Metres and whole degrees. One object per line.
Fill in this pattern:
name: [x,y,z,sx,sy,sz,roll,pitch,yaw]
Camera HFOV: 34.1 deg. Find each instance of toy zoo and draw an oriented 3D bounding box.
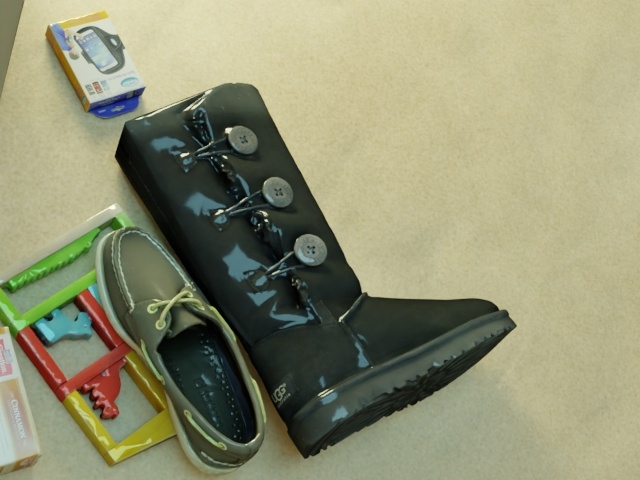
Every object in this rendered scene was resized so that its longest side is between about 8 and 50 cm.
toy zoo: [-0.221,0.119,1.190,0.192,0.030,0.293,-35,84,-32]

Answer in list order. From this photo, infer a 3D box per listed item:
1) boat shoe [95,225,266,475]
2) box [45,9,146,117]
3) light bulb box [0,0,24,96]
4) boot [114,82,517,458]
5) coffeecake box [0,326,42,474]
boat shoe: [-0.150,0.108,1.153,0.109,0.091,0.305,-22,78,-32]
box: [-0.281,-0.221,1.321,0.081,0.028,0.136,-24,77,-31]
light bulb box: [-0.432,-0.379,1.129,0.225,0.361,0.357,5,65,-22]
boot: [-0.001,0.000,1.291,0.367,0.146,0.445,-17,64,-43]
coffeecake box: [-0.396,0.182,1.063,0.186,0.068,0.142,-12,74,-27]
